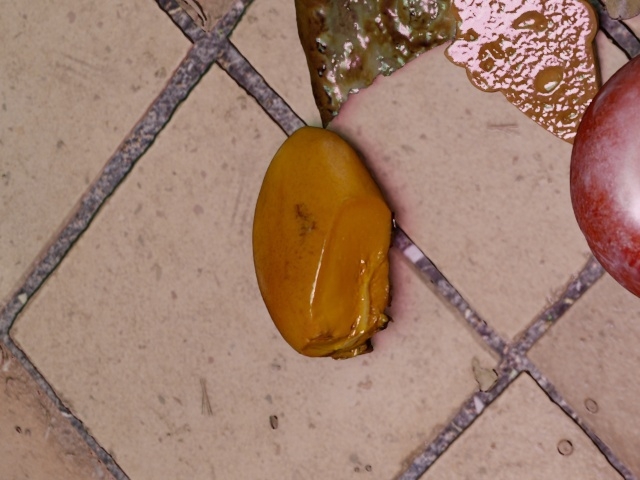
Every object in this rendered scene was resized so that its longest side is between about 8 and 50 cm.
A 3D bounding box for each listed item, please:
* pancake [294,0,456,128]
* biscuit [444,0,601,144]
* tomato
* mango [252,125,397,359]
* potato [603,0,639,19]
[{"bbox_3d":[0.070,-0.270,1.854,0.197,0.054,0.376,24,124,8],"label":"pancake"},{"bbox_3d":[0.206,-0.203,1.802,0.162,0.035,0.250,-27,97,20],"label":"biscuit"},{"bbox_3d":[0.361,-0.056,1.648,0.270,0.227,0.270,-1,85,12],"label":"tomato"},{"bbox_3d":[0.000,0.000,1.917,0.154,0.126,0.252,-17,77,49],"label":"mango"},{"bbox_3d":[0.304,-0.255,1.774,0.037,0.036,0.093,-8,70,65],"label":"potato"}]
